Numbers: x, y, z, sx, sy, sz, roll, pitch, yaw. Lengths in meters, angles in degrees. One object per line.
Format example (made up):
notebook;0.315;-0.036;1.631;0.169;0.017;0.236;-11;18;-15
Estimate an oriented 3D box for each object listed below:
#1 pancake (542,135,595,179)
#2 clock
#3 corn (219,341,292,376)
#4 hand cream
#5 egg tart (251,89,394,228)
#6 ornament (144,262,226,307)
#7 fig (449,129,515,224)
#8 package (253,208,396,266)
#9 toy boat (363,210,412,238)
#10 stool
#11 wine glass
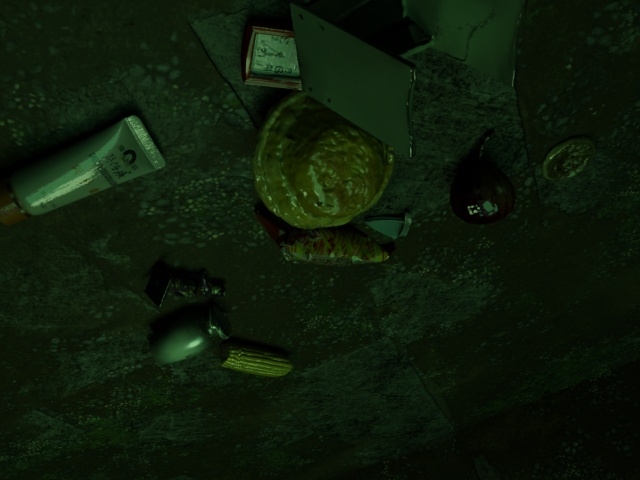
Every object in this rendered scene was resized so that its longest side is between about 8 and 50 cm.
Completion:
pancake;0.610;-0.199;1.506;0.139;0.022;0.140;-10;140;-9
clock;-0.061;-0.328;1.072;0.155;0.061;0.113;1;136;-17
corn;-0.192;0.356;1.810;0.248;0.081;0.081;21;127;-39
hand cream;-0.456;-0.126;1.148;0.314;0.089;0.140;-27;143;-2
egg tart;0.026;-0.150;1.188;0.318;0.128;0.319;-11;117;-23
ornament;-0.313;0.106;1.485;0.203;0.088;0.081;4;114;-42
fig;0.368;-0.117;1.415;0.148;0.149;0.202;-17;132;24
package;-0.002;-0.002;1.368;0.288;0.223;0.109;10;104;-26
toy boat;0.161;-0.040;1.525;0.122;0.034;0.096;1;138;-9
stool;0.131;-0.306;0.951;0.243;0.269;0.170;-37;144;-21
wine glass;-0.345;0.250;1.601;0.204;0.111;0.111;-23;141;4
